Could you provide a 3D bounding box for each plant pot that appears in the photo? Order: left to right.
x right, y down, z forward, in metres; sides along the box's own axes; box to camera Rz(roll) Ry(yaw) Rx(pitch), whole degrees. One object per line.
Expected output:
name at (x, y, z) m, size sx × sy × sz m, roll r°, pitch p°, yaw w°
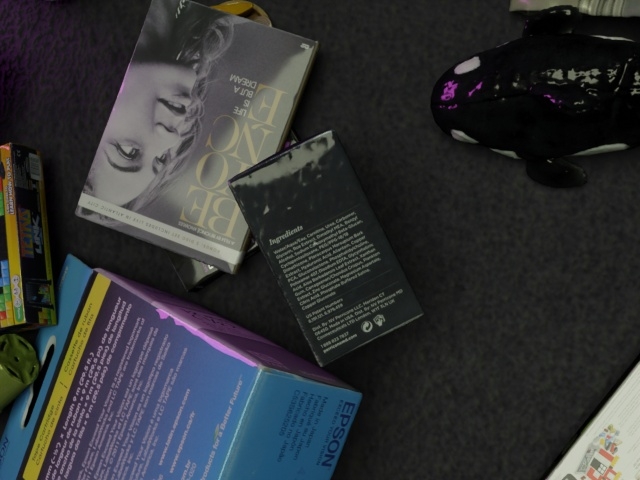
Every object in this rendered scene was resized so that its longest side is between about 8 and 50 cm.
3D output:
plant pot at (-0.304, 0.125, 0.917) m, size 0.079 × 0.083 × 0.083 m, roll -30°, pitch 80°, yaw 23°

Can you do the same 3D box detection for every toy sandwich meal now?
toy sandwich meal at (-0.085, -0.188, 0.927) m, size 0.085 × 0.029 × 0.086 m, roll -1°, pitch 86°, yaw 13°

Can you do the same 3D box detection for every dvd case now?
dvd case at (-0.113, -0.100, 0.902) m, size 0.164 × 0.018 × 0.221 m, roll 20°, pitch 91°, yaw 12°

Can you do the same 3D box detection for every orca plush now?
orca plush at (0.218, -0.095, 0.791) m, size 0.287 × 0.102 × 0.151 m, roll 20°, pitch 115°, yaw 17°

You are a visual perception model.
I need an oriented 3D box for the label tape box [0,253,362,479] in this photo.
label tape box at (-0.147, 0.176, 0.852) m, size 0.347 × 0.115 × 0.249 m, roll 21°, pitch 91°, yaw 52°

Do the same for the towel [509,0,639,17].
towel at (0.299, -0.326, 0.761) m, size 0.312 × 0.056 × 0.324 m, roll 10°, pitch 97°, yaw 37°

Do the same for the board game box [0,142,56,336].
board game box at (-0.325, 0.008, 0.939) m, size 0.141 × 0.048 × 0.170 m, roll -13°, pitch 78°, yaw 22°

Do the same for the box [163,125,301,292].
box at (-0.081, -0.042, 0.916) m, size 0.162 × 0.029 × 0.116 m, roll -33°, pitch 79°, yaw 10°

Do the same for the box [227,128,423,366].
box at (0.000, 0.000, 0.805) m, size 0.093 × 0.156 × 0.158 m, roll -27°, pitch 96°, yaw -1°

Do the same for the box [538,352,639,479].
box at (0.264, 0.185, 0.816) m, size 0.114 × 0.036 × 0.207 m, roll 38°, pitch 95°, yaw 13°
